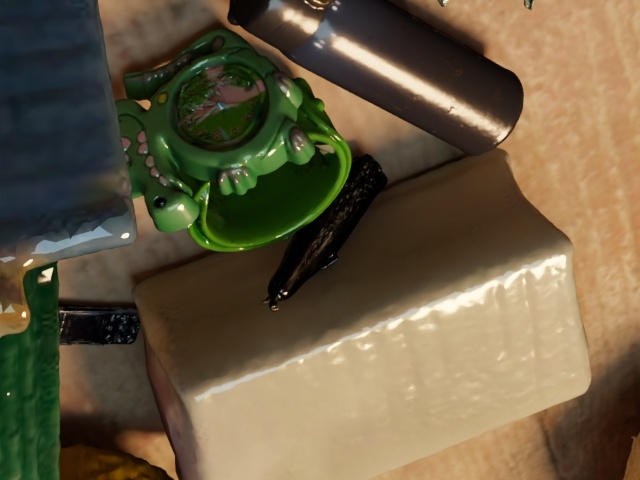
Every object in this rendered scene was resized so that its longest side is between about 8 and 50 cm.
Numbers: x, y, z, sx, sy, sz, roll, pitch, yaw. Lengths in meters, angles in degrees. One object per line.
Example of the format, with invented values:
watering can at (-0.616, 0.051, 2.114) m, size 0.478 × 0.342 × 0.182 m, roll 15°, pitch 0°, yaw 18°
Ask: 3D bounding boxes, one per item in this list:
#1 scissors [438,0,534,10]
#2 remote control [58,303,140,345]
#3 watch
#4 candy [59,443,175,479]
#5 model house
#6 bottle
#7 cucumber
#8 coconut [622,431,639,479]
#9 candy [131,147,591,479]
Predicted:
scissors at (0.154, -0.272, 1.014) m, size 0.144 × 0.017 × 0.248 m, roll -1°, pitch 129°, yaw -22°
remote control at (-0.191, 0.067, 1.146) m, size 0.096 × 0.014 × 0.039 m, roll 3°, pitch 125°, yaw -27°
watch at (-0.070, -0.060, 1.040) m, size 0.165 × 0.131 × 0.152 m, roll -32°, pitch 152°, yaw -2°
candy at (-0.223, 0.283, 1.227) m, size 0.259 × 0.118 × 0.260 m, roll -9°, pitch 136°, yaw -8°
model house at (-0.296, 0.009, 0.829) m, size 0.334 × 0.343 × 0.382 m, roll -10°, pitch 131°, yaw -17°
bottle at (0.045, -0.137, 1.037) m, size 0.244 × 0.072 × 0.082 m, roll 23°, pitch 157°, yaw -35°
cucumber at (0.000, 0.000, 1.097) m, size 0.039 × 0.163 × 0.043 m, roll 37°, pitch 151°, yaw -3°
coconut at (0.458, 0.278, 1.391) m, size 0.346 × 0.346 × 0.360 m, roll -26°, pitch 135°, yaw -2°
candy at (0.035, 0.088, 1.173) m, size 0.358 × 0.145 × 0.208 m, roll -21°, pitch 133°, yaw -8°
